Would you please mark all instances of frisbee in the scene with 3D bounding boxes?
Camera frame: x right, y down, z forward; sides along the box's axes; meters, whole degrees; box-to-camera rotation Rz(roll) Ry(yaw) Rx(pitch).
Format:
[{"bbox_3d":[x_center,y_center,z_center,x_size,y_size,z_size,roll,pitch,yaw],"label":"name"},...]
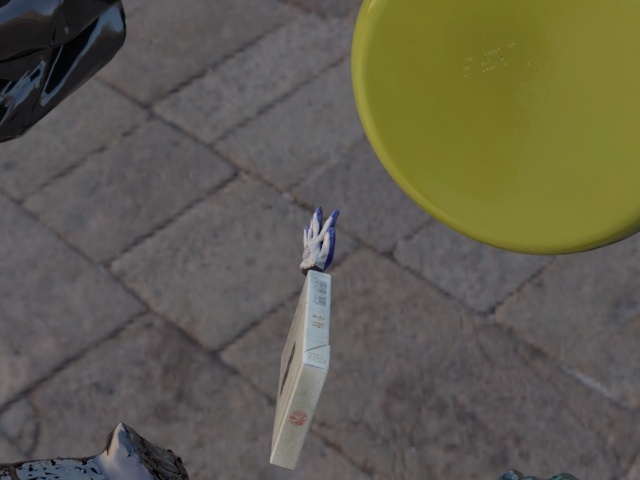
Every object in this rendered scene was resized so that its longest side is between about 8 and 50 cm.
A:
[{"bbox_3d":[0.124,-0.092,0.867,0.236,0.236,0.017,13,33,23],"label":"frisbee"}]

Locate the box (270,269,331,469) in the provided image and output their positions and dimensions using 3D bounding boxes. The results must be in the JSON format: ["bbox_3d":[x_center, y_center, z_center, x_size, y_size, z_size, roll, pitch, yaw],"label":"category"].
[{"bbox_3d":[-0.014,0.097,1.095,0.024,0.090,0.167,15,23,-5],"label":"box"}]

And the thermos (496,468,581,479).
[{"bbox_3d":[0.190,0.214,0.910,0.073,0.083,0.188,-11,32,-43],"label":"thermos"}]

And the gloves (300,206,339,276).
[{"bbox_3d":[0.000,0.000,1.676,0.064,0.026,0.086,-30,48,47],"label":"gloves"}]

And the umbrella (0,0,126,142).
[{"bbox_3d":[-0.183,-0.016,0.533,0.118,0.118,0.340,30,85,35],"label":"umbrella"}]

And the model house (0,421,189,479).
[{"bbox_3d":[-0.152,0.189,0.791,0.164,0.203,0.141,9,61,-37],"label":"model house"}]
